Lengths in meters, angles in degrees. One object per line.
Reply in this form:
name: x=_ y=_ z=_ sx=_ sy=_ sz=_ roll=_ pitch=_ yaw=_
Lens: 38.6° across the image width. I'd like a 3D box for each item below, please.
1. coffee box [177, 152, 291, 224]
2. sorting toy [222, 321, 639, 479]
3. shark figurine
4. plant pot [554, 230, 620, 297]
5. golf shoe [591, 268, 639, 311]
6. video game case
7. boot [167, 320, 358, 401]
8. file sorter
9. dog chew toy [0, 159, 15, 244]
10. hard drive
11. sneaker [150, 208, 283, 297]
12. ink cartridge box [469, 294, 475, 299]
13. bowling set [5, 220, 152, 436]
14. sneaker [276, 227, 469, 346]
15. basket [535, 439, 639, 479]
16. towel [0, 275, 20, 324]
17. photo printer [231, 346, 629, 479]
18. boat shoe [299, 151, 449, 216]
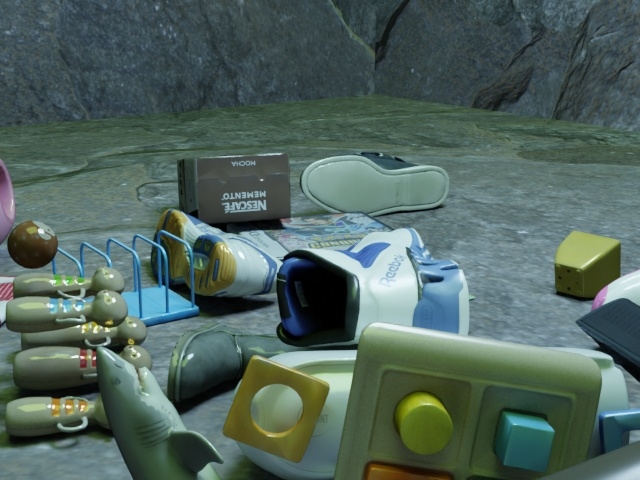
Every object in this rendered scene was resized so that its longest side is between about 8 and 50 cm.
coffee box: x=-0.168 y=-0.100 z=1.702 sx=0.168 sy=0.118 sz=0.297 roll=-4 pitch=5 yaw=-14
sorting toy: x=0.101 y=0.168 z=0.655 sx=0.348 sy=0.195 sz=0.047 roll=9 pitch=2 yaw=-3
shark figurine: x=-0.109 y=0.227 z=0.724 sx=0.116 sy=0.166 sz=0.278 roll=-34 pitch=50 yaw=-17
plant pot: x=0.395 y=0.043 z=1.375 sx=0.081 sy=0.081 sz=0.083 roll=15 pitch=32 yaw=42
golf shoe: x=0.497 y=0.097 z=1.127 sx=0.307 sy=0.115 sz=0.140 roll=-1 pitch=19 yaw=0
video game case: x=0.000 y=0.000 z=1.590 sx=0.275 sy=0.035 sz=0.248 roll=-6 pitch=17 yaw=-21
boot: x=-0.051 y=0.143 z=1.037 sx=0.209 sy=0.076 sz=0.189 roll=11 pitch=19 yaw=12
file sorter: x=-0.271 y=0.055 z=1.260 sx=0.170 sy=0.104 sz=0.118 roll=-10 pitch=19 yaw=-34
dog chew toy: x=-0.677 y=-0.052 z=1.482 sx=0.332 sy=0.206 sz=0.206 roll=-9 pitch=17 yaw=-4
hard drive: x=0.342 y=0.149 z=0.761 sx=0.255 sy=0.054 sz=0.172 roll=40 pitch=2 yaw=-21
sneaker: x=-0.163 y=0.031 z=1.399 sx=0.131 sy=0.111 sz=0.296 roll=11 pitch=9 yaw=-33
ink cartridge box: x=0.117 y=0.061 z=1.326 sx=0.209 sy=0.062 sz=0.109 roll=-10 pitch=18 yaw=-35
bowling set: x=-0.266 y=0.080 z=1.021 sx=0.154 sy=0.199 sz=0.287 roll=-2 pitch=20 yaw=-14
sneaker: x=0.032 y=0.048 z=1.032 sx=0.182 sy=0.127 sz=0.315 roll=5 pitch=6 yaw=-12
basket: x=0.186 y=0.223 z=0.573 sx=0.227 sy=0.204 sz=0.154 roll=-11 pitch=-7 yaw=-3
towel: x=-0.541 y=0.097 z=1.227 sx=0.237 sy=0.037 sz=0.329 roll=3 pitch=16 yaw=7
photo printer: x=0.076 y=0.149 z=0.804 sx=0.308 sy=0.107 sz=0.256 roll=-1 pitch=-8 yaw=-3
boat shoe: x=0.095 y=-0.120 z=1.857 sx=0.340 sy=0.127 sz=0.113 roll=-6 pitch=16 yaw=-28
